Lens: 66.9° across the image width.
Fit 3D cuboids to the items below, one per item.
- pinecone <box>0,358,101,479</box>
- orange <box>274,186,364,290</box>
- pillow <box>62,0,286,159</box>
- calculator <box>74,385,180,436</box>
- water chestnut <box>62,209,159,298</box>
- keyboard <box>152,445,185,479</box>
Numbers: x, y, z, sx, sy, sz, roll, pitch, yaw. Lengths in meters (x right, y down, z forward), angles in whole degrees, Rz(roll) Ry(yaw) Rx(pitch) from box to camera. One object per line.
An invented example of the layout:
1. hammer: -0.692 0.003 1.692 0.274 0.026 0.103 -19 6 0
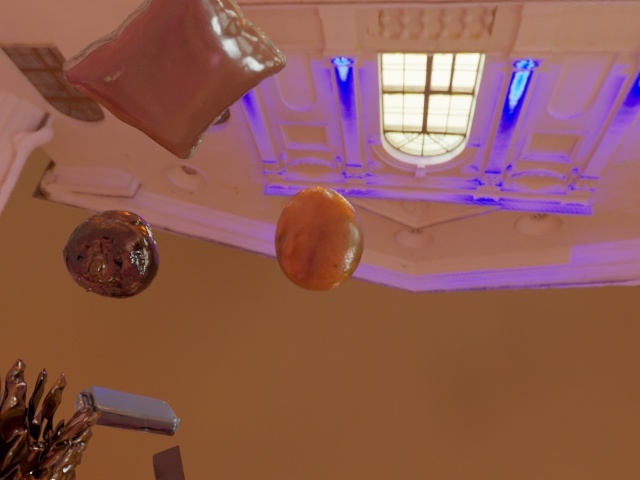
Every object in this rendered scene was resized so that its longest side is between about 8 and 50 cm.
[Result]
1. pinecone: -0.408 0.254 0.569 0.263 0.264 0.265 -4 -118 7
2. orange: 0.000 0.000 1.075 0.171 0.240 0.240 9 -123 -28
3. pillow: -0.147 -0.187 0.520 0.179 0.171 0.075 -37 -124 13
4. calculator: -0.519 0.466 1.323 0.172 0.292 0.051 13 -100 58
5. water chestnut: -0.509 0.032 1.213 0.223 0.238 0.224 0 -95 -1
6. keyboard: -0.369 0.621 1.209 0.074 0.015 0.197 -19 -122 -9
